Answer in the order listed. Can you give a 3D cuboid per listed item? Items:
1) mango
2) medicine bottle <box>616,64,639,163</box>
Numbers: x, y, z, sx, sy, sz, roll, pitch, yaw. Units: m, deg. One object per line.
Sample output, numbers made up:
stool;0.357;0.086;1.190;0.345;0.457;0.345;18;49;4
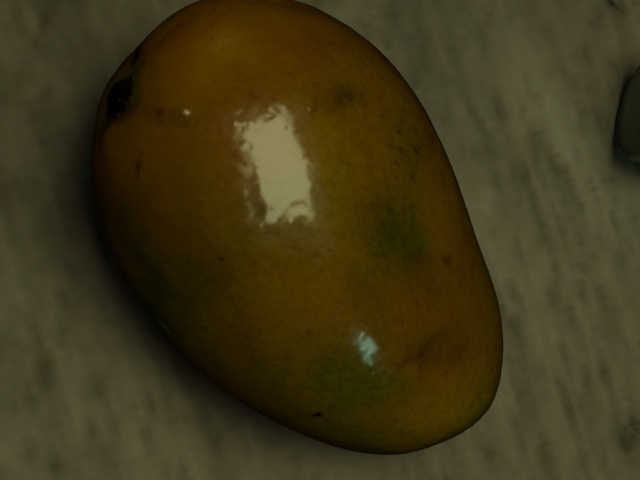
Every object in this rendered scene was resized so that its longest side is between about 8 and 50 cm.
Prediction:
mango;-0.005;0.000;0.551;0.111;0.089;0.163;-30;100;-28
medicine bottle;0.157;-0.038;0.656;0.083;0.047;0.047;19;71;-19
